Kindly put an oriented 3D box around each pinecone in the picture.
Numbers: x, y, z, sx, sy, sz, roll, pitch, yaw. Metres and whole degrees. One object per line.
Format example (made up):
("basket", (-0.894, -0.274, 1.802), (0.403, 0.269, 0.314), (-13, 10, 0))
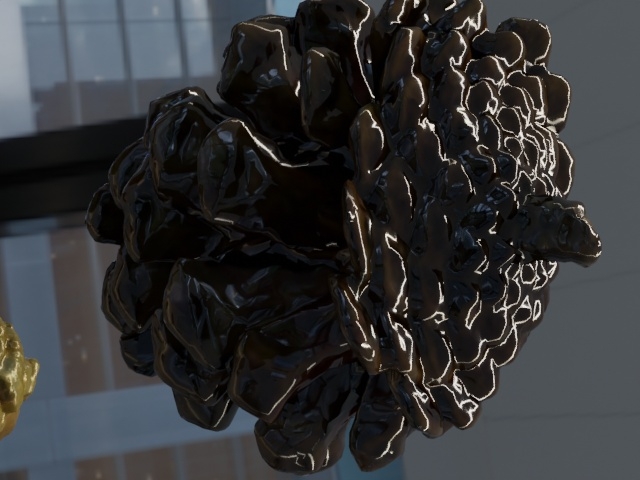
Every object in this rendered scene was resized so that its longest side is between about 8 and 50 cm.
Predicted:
("pinecone", (0.001, 0.002, 0.508), (0.212, 0.186, 0.168), (-33, -93, 45))

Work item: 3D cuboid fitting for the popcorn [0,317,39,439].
("popcorn", (-0.308, 0.127, 0.987), (0.140, 0.194, 0.163), (35, -20, 3))
